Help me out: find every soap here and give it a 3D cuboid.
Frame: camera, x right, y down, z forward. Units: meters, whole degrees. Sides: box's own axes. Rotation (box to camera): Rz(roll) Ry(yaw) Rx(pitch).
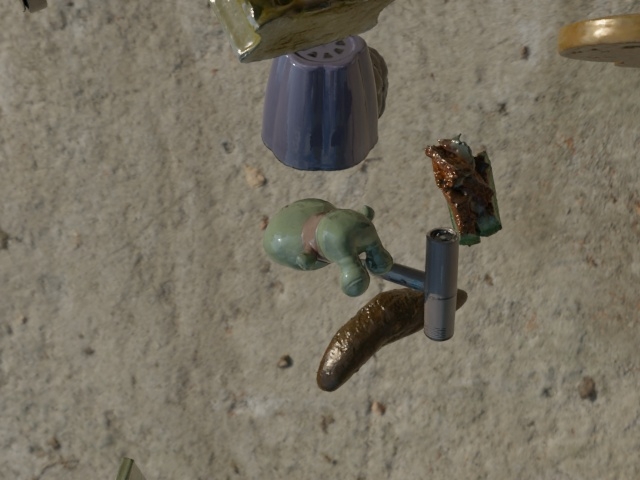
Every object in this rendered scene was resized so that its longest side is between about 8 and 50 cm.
[{"bbox_3d":[-0.063,-0.490,1.182,0.335,0.293,0.156,63,150,6],"label":"soap"}]

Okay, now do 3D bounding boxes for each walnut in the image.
[{"bbox_3d":[0.072,-0.426,1.998,0.248,0.248,0.248,10,112,25],"label":"walnut"}]

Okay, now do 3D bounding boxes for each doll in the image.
[{"bbox_3d":[-0.002,-0.010,1.115,0.275,0.155,0.113,23,139,51],"label":"doll"}]

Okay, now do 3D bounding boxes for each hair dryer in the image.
[{"bbox_3d":[0.142,0.038,1.209,0.220,0.053,0.195,33,137,43],"label":"hair dryer"}]

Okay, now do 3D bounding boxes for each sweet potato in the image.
[{"bbox_3d":[0.123,0.157,1.362,0.341,0.092,0.114,-32,109,-9],"label":"sweet potato"}]

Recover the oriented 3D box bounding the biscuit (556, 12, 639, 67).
[{"bbox_3d":[0.496,-0.278,1.000,0.355,0.275,0.052,0,98,-19],"label":"biscuit"}]

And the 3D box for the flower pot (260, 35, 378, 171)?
[{"bbox_3d":[0.001,-0.313,1.531,0.265,0.265,0.243,25,144,18],"label":"flower pot"}]

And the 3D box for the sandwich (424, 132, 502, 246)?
[{"bbox_3d":[0.277,-0.098,1.354,0.109,0.160,0.185,-17,68,15],"label":"sandwich"}]

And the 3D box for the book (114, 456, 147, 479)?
[{"bbox_3d":[-0.295,0.427,1.067,0.022,0.162,0.232,13,150,1],"label":"book"}]

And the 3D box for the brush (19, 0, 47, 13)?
[{"bbox_3d":[-0.269,-0.250,0.586,0.070,0.065,0.327,61,165,-8],"label":"brush"}]
